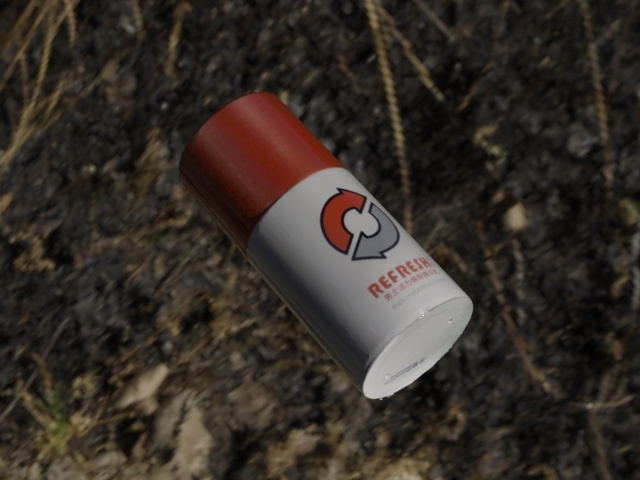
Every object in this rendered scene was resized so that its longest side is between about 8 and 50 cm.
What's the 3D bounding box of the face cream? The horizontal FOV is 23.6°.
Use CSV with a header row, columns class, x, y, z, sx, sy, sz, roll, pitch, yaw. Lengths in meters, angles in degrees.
class,x,y,z,sx,sy,sz,roll,pitch,yaw
face cream,0.000,0.000,1.052,0.096,0.096,0.214,-23,60,-37
